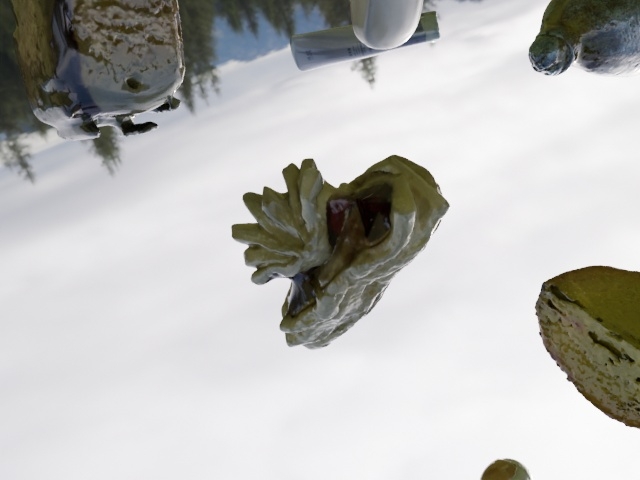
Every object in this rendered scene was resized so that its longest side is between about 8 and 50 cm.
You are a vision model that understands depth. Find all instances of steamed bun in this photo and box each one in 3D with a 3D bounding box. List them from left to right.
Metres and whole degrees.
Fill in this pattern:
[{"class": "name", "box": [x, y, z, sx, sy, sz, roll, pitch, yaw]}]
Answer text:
[{"class": "steamed bun", "box": [0.000, 0.000, 1.327, 0.189, 0.247, 0.428, -6, 149, -41]}]

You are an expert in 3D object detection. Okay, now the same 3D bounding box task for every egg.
[{"class": "egg", "box": [0.264, 0.353, 1.175, 0.071, 0.071, 0.083, -2, -159, 46]}]

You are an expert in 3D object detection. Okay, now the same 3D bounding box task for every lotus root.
[{"class": "lotus root", "box": [0.400, -0.308, 1.159, 0.322, 0.140, 0.158, -17, -143, -41]}]

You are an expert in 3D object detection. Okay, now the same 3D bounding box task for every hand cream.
[{"class": "hand cream", "box": [0.075, -0.339, 1.388, 0.255, 0.079, 0.048, -8, -134, 11]}]

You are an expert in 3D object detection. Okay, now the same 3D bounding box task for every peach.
[{"class": "peach", "box": [0.256, 0.091, 0.663, 0.172, 0.092, 0.127, 18, -137, 17]}]

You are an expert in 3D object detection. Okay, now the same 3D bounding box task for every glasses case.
[{"class": "glasses case", "box": [0.067, -0.289, 0.791, 0.081, 0.204, 0.051, -18, -146, -32]}]

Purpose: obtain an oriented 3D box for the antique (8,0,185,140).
[{"class": "antique", "box": [-0.200, -0.229, 0.698, 0.125, 0.284, 0.150, -15, -170, -34]}]
